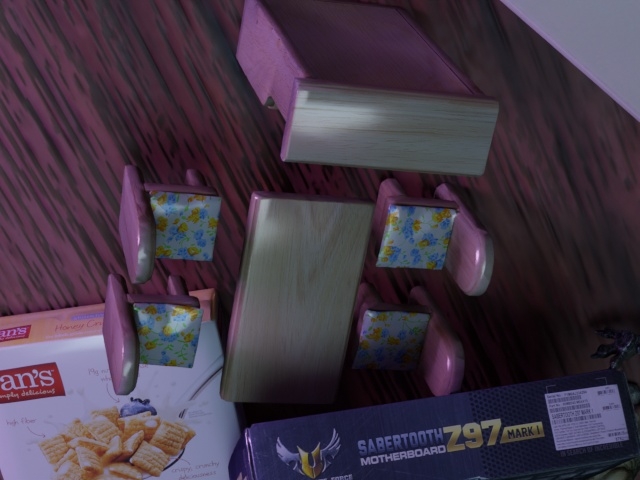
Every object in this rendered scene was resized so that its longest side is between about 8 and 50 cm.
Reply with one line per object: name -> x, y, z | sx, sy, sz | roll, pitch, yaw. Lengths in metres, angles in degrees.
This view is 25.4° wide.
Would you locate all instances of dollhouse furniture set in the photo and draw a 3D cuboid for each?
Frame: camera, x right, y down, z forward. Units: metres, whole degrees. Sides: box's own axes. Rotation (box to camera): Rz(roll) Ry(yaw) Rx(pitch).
dollhouse furniture set -> 0.000, 0.000, 0.816 | 0.212, 0.161, 0.242 | 3, 115, -16

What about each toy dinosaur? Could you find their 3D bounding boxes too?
toy dinosaur -> 0.259, 0.087, 0.950 | 0.268, 0.064, 0.118 | -35, 129, 19

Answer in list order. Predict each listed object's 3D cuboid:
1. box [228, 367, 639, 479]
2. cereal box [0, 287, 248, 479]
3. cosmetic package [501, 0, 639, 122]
box -> 0.062, 0.140, 0.900 | 0.233, 0.059, 0.183 | -7, 164, -8
cereal box -> -0.135, 0.153, 0.999 | 0.173, 0.047, 0.240 | -9, 120, 4
cosmetic package -> 0.118, -0.191, 0.727 | 0.309, 0.160, 0.113 | 35, 116, -20
